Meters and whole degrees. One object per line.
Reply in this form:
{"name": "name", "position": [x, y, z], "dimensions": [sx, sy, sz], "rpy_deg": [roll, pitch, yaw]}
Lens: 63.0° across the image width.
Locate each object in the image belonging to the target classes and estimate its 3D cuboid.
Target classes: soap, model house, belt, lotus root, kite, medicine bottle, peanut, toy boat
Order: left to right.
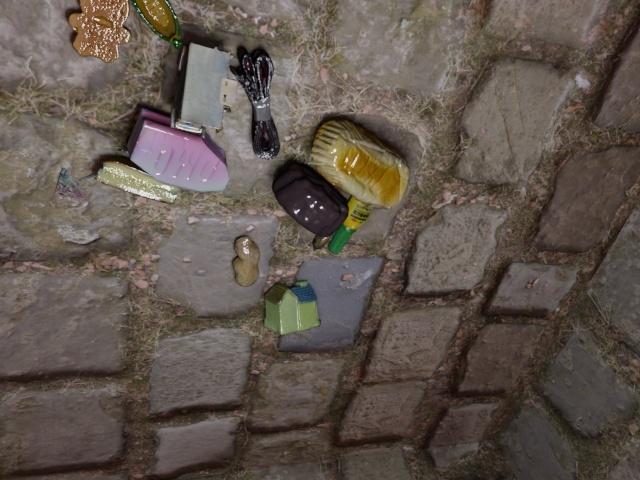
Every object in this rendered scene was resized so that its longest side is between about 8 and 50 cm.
{"name": "kite", "position": [-0.790, -0.182, 1.692], "dimensions": [0.156, 0.011, 0.139], "rpy_deg": [-26, 131, 3]}
{"name": "toy boat", "position": [-0.454, -0.631, 1.426], "dimensions": [0.088, 0.088, 0.230], "rpy_deg": [-30, 129, 6]}
{"name": "soap", "position": [-0.436, -0.267, 1.652], "dimensions": [0.323, 0.109, 0.193], "rpy_deg": [13, 124, -37]}
{"name": "model house", "position": [-0.353, -0.428, 1.554], "dimensions": [0.178, 0.206, 0.271], "rpy_deg": [6, 84, -26]}
{"name": "peanut", "position": [-0.283, 0.082, 1.998], "dimensions": [0.104, 0.086, 0.228], "rpy_deg": [9, 123, -1]}
{"name": "belt", "position": [-0.191, -0.426, 1.656], "dimensions": [0.126, 0.094, 0.360], "rpy_deg": [-17, 130, -10]}
{"name": "model house", "position": [-0.119, 0.262, 2.153], "dimensions": [0.214, 0.195, 0.189], "rpy_deg": [-8, 103, -30]}
{"name": "lotus root", "position": [0.000, 0.000, 2.050], "dimensions": [0.049, 0.054, 0.099], "rpy_deg": [23, 115, -41]}
{"name": "medicine bottle", "position": [0.122, -0.078, 2.022], "dimensions": [0.111, 0.076, 0.309], "rpy_deg": [19, 118, -27]}

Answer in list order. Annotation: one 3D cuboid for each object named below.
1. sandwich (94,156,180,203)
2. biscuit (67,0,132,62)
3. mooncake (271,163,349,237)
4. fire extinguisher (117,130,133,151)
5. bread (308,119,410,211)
{"name": "sandwich", "position": [-0.586, -0.199, 1.693], "dimensions": [0.257, 0.096, 0.094], "rpy_deg": [20, 110, -28]}
{"name": "biscuit", "position": [-0.599, -0.606, 1.431], "dimensions": [0.165, 0.036, 0.226], "rpy_deg": [8, 119, -24]}
{"name": "mooncake", "position": [-0.026, -0.150, 1.793], "dimensions": [0.283, 0.283, 0.141], "rpy_deg": [32, 111, -33]}
{"name": "fire extinguisher", "position": [-0.561, -0.330, 1.639], "dimensions": [0.157, 0.045, 0.078], "rpy_deg": [-47, 147, 16]}
{"name": "bread", "position": [0.142, -0.264, 1.806], "dimensions": [0.388, 0.183, 0.236], "rpy_deg": [34, 90, -37]}
